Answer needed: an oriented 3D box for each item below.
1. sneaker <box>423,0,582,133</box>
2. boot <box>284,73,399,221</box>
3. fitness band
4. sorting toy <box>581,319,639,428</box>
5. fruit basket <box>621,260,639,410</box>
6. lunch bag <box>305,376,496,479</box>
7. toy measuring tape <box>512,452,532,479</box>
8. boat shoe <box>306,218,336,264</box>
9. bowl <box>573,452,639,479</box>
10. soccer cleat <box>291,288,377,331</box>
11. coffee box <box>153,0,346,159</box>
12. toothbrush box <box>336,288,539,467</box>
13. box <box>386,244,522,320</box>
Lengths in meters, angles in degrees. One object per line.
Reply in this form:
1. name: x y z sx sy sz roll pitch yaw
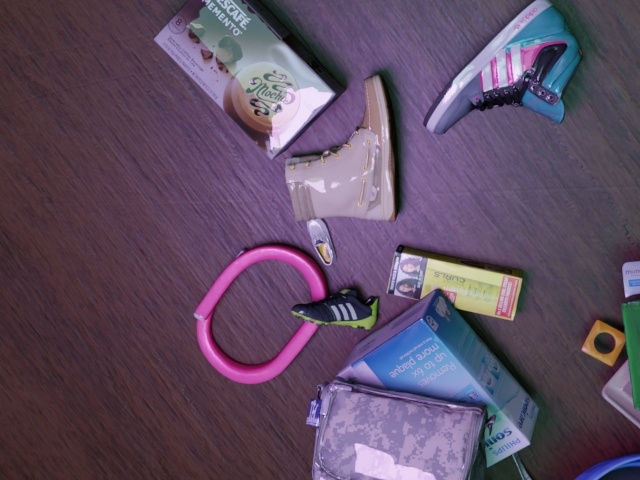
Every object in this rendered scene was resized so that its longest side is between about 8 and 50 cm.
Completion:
1. sneaker: 0.331 -0.249 1.753 0.295 0.124 0.178 -45 82 15
2. boot: 0.034 -0.160 1.839 0.203 0.095 0.262 -1 106 12
3. fitness band: -0.113 0.137 1.949 0.209 0.054 0.291 38 107 1
4. sorting toy: 0.622 0.255 1.827 0.347 0.047 0.196 41 90 7
5. fruit basket: 0.695 0.183 1.748 0.353 0.165 0.327 -5 84 -11
6. lunch bag: 0.132 0.376 1.747 0.305 0.212 0.256 8 99 16
7. toy measuring tape: 0.447 0.485 1.895 0.121 0.121 0.330 -24 89 14
8. boat shoe: 0.000 0.000 1.907 0.035 0.035 0.100 -18 99 14
9. bowl: 0.563 0.567 1.820 0.391 0.077 0.391 1 88 -16
10. soccer cleat: 0.026 0.121 1.886 0.178 0.060 0.072 9 93 -32
11. coffee box: -0.122 -0.311 1.819 0.168 0.119 0.297 -43 92 17
12. toothbrush box: 0.212 0.272 1.851 0.216 0.126 0.295 -37 98 30
13. box: 0.242 0.076 1.867 0.232 0.058 0.087 13 104 7
